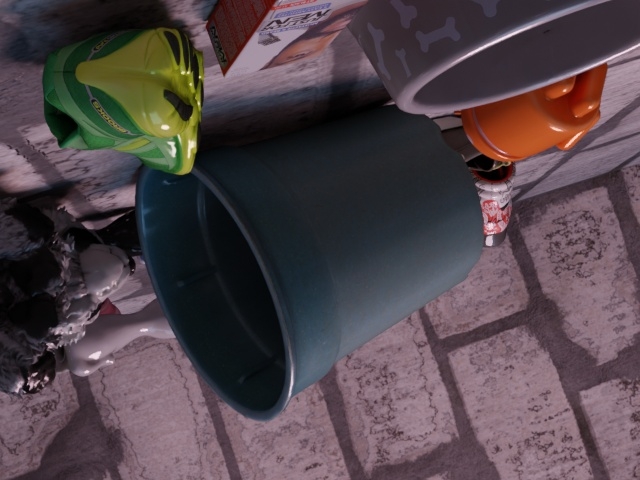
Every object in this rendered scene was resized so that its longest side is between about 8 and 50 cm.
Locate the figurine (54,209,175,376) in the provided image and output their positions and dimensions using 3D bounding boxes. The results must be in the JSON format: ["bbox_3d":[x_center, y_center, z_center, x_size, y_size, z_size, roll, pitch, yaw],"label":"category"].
[{"bbox_3d":[-0.288,0.066,1.649,0.209,0.215,0.092,-17,164,-33],"label":"figurine"}]

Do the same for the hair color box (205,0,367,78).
[{"bbox_3d":[-0.023,-0.185,0.941,0.093,0.053,0.167,-17,175,-20],"label":"hair color box"}]

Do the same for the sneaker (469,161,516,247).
[{"bbox_3d":[0.281,-0.125,2.017,0.090,0.145,0.270,4,-141,4],"label":"sneaker"}]

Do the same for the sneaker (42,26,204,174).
[{"bbox_3d":[-0.160,-0.121,0.995,0.123,0.110,0.295,5,175,-1],"label":"sneaker"}]

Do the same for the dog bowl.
[{"bbox_3d":[0.199,-0.215,1.099,0.348,0.102,0.349,-18,175,-2],"label":"dog bowl"}]

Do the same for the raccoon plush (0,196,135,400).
[{"bbox_3d":[-0.442,0.030,1.392,0.446,0.216,0.299,12,-176,-8],"label":"raccoon plush"}]

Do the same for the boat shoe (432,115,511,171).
[{"bbox_3d":[0.242,-0.147,1.861,0.305,0.091,0.109,-14,173,-33],"label":"boat shoe"}]

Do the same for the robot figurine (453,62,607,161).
[{"bbox_3d":[0.265,-0.173,1.527,0.158,0.128,0.219,-14,174,-33],"label":"robot figurine"}]

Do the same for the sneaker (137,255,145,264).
[{"bbox_3d":[-0.174,0.010,1.921,0.237,0.085,0.086,-7,-167,-9],"label":"sneaker"}]

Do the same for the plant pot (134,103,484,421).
[{"bbox_3d":[0.000,0.000,1.501,0.334,0.341,0.341,-23,177,-27],"label":"plant pot"}]

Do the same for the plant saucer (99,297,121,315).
[{"bbox_3d":[-0.457,0.113,1.756,0.332,0.084,0.332,-4,-167,1],"label":"plant saucer"}]
